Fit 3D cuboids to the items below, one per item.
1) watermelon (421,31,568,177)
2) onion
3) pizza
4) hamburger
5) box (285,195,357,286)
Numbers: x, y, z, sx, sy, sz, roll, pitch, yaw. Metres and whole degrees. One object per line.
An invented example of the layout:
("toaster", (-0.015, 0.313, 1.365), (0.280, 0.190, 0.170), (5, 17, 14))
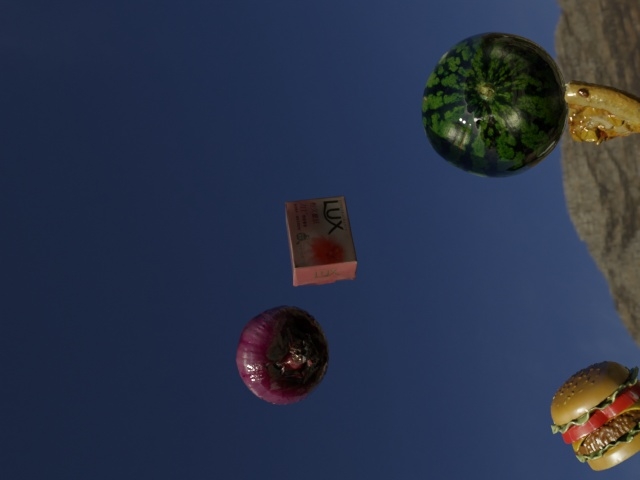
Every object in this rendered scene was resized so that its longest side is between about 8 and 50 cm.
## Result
("watermelon", (0.338, -0.262, 1.526), (0.285, 0.285, 0.285), (8, -101, -46))
("onion", (-0.039, 0.132, 0.897), (0.115, 0.104, 0.115), (6, -102, -28))
("pizza", (0.496, -0.219, 1.385), (0.182, 0.161, 0.062), (23, -110, -13))
("hamburger", (0.714, 0.428, 1.978), (0.212, 0.274, 0.274), (50, -135, 9))
("box", (0.000, 0.000, 1.325), (0.060, 0.112, 0.156), (93, 168, -56))
